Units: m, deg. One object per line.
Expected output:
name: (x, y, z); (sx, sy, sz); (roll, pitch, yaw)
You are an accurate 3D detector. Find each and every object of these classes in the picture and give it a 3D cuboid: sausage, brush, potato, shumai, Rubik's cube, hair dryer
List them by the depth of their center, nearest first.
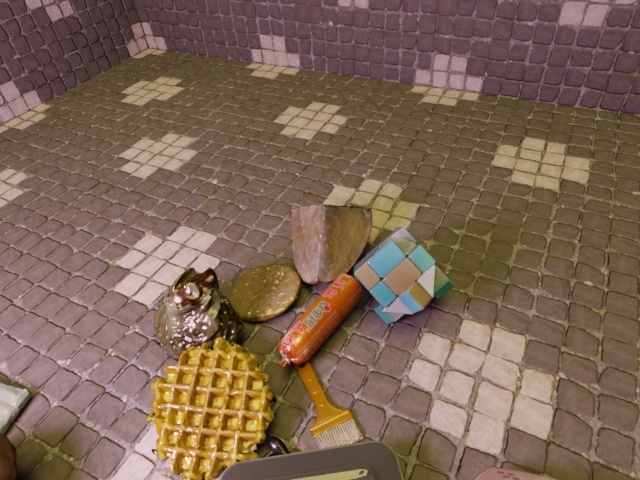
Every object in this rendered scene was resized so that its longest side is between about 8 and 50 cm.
hair dryer: (-0.104, 0.478, 0.966); (0.079, 0.031, 0.083); (38, 72, 26)
brush: (-0.005, 0.375, 1.067); (0.103, 0.014, 0.272); (-20, 44, -15)
shumai: (-0.333, 0.189, 1.161); (0.255, 0.218, 0.189); (20, 43, 21)
sausage: (-0.006, 0.215, 1.172); (0.092, 0.093, 0.312); (24, 49, 28)
Rubik's cube: (0.215, 0.102, 1.198); (0.224, 0.265, 0.213); (-43, 89, 6)
potato: (0.026, 0.018, 1.390); (0.189, 0.211, 0.265); (13, 77, -33)

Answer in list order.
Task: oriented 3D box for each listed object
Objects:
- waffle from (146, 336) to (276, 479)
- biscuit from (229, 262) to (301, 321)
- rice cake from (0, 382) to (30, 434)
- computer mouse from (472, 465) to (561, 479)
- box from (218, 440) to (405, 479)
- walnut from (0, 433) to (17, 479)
waffle: (-0.255, 0.373, 1.012); (0.328, 0.062, 0.330); (-3, 60, 5)
biscuit: (-0.163, 0.147, 1.302); (0.219, 0.033, 0.220); (-10, 42, 9)
rice cake: (-0.849, 0.402, 1.108); (0.236, 0.043, 0.127); (8, 46, 16)
computer mouse: (0.409, 0.514, 0.802); (0.388, 0.115, 0.200); (11, 42, 16)
box: (-0.001, 0.564, 0.793); (0.372, 0.091, 0.367); (-8, 40, -4)
walnut: (-0.721, 0.503, 0.853); (0.272, 0.227, 0.274); (-2, 48, 2)
